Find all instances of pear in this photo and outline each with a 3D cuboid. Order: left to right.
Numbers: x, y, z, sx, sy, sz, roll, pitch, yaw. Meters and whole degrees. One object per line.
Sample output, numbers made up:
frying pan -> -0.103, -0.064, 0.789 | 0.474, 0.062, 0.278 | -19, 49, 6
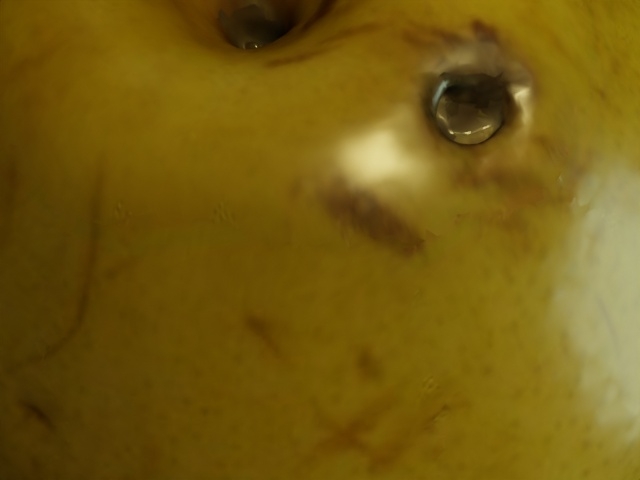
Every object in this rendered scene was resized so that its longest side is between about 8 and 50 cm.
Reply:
pear -> 0.000, 0.000, 0.518 | 0.281, 0.281, 0.280 | -168, -90, -89
